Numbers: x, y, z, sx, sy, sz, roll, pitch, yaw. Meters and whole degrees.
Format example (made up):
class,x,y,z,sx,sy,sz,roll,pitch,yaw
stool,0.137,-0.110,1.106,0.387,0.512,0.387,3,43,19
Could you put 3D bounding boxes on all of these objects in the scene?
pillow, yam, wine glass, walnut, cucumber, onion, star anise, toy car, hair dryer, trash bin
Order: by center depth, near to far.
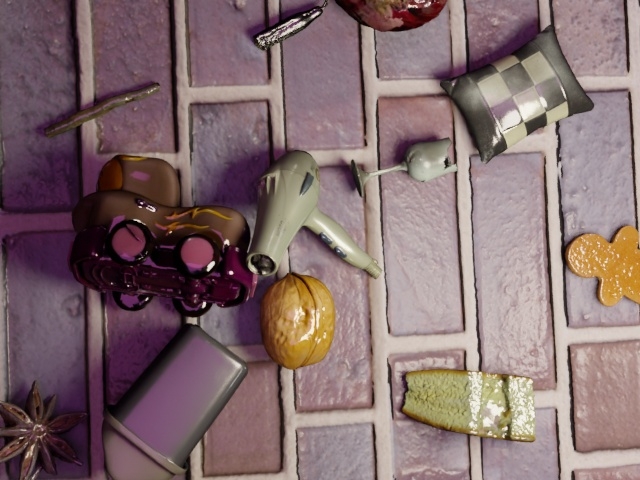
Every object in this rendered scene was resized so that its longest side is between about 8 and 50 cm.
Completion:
class,x,y,z,sx,sy,sz,roll,pitch,yaw
trash bin,-0.269,0.300,1.612,0.182,0.209,0.290,38,80,-1
toy car,-0.274,-0.013,1.615,0.340,0.271,0.240,10,67,-7
hair dryer,-0.028,-0.001,1.619,0.119,0.296,0.298,-34,95,37
star anise,-0.518,0.348,1.640,0.195,0.065,0.182,-14,77,-30
walnut,-0.041,0.147,1.669,0.144,0.144,0.180,-6,85,-5
onion,0.134,-0.515,1.683,0.252,0.219,0.252,9,123,14
yam,-0.414,-0.251,1.706,0.234,0.029,0.027,-25,117,-6
wine glass,0.161,-0.142,1.721,0.195,0.079,0.079,-15,89,-4
pillow,0.377,-0.280,1.729,0.249,0.106,0.186,-26,90,-1
cucumber,-0.054,-0.418,1.735,0.163,0.043,0.039,-29,49,-8

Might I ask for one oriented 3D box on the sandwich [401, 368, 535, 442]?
class,x,y,z,sx,sy,sz,roll,pitch,yaw
sandwich,0.280,0.308,1.695,0.235,0.128,0.122,6,80,-5

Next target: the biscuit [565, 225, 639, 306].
class,x,y,z,sx,sy,sz,roll,pitch,yaw
biscuit,0.597,0.055,1.772,0.250,0.036,0.165,17,86,-7
